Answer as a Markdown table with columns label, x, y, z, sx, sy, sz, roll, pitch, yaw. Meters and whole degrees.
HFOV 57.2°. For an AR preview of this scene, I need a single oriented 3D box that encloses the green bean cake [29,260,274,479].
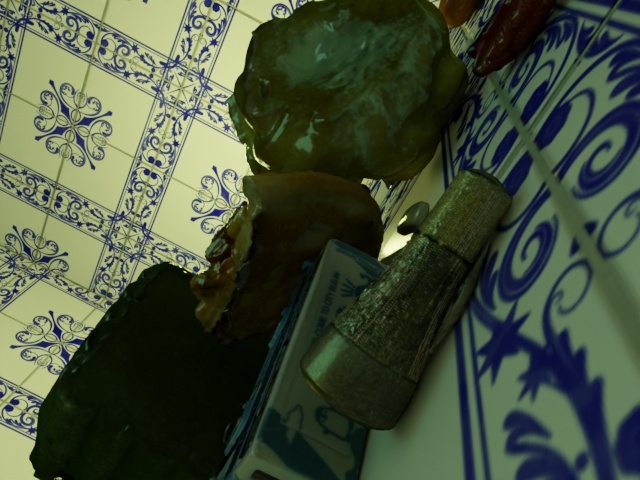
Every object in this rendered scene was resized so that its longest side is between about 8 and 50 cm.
| label | x | y | z | sx | sy | sz | roll | pitch | yaw |
| --- | --- | --- | --- | --- | --- | --- | --- | --- | --- |
| green bean cake | -0.194 | 0.234 | 0.842 | 0.218 | 0.335 | 0.319 | -50 | 7 | 30 |

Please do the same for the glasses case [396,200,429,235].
| label | x | y | z | sx | sy | sz | roll | pitch | yaw |
| --- | --- | --- | --- | --- | --- | --- | --- | --- | --- |
| glasses case | 0.111 | -0.026 | 0.711 | 0.032 | 0.021 | 0.083 | -62 | 3 | -12 |

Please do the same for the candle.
| label | x | y | z | sx | sy | sz | roll | pitch | yaw |
| --- | --- | --- | --- | --- | --- | --- | --- | --- | --- |
| candle | 0.235 | -0.285 | 0.566 | 0.084 | 0.059 | 0.302 | -79 | 15 | -47 |

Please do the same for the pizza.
| label | x | y | z | sx | sy | sz | roll | pitch | yaw |
| --- | --- | --- | --- | --- | --- | --- | --- | --- | --- |
| pizza | -0.038 | 0.027 | 0.778 | 0.277 | 0.114 | 0.409 | -35 | -25 | 8 |

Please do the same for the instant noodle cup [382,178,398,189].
| label | x | y | z | sx | sy | sz | roll | pitch | yaw |
| --- | --- | --- | --- | --- | --- | --- | --- | --- | --- |
| instant noodle cup | 0.106 | -0.182 | 1.101 | 0.127 | 0.135 | 0.127 | -61 | 3 | 6 |

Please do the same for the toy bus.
| label | x | y | z | sx | sy | sz | roll | pitch | yaw |
| --- | --- | --- | --- | --- | --- | --- | --- | --- | --- |
| toy bus | -0.007 | 0.133 | 0.574 | 0.131 | 0.106 | 0.297 | -57 | 7 | 39 |

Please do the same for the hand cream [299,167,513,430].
| label | x | y | z | sx | sy | sz | roll | pitch | yaw |
| --- | --- | --- | --- | --- | --- | --- | --- | --- | --- |
| hand cream | 0.071 | 0.036 | 0.434 | 0.203 | 0.084 | 0.084 | -55 | 3 | -1 |

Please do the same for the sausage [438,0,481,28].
| label | x | y | z | sx | sy | sz | roll | pitch | yaw |
| --- | --- | --- | --- | --- | --- | --- | --- | --- | --- |
| sausage | 0.324 | -0.562 | 1.229 | 0.238 | 0.098 | 0.098 | -62 | 3 | 36 |

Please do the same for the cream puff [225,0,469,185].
| label | x | y | z | sx | sy | sz | roll | pitch | yaw |
| --- | --- | --- | --- | --- | --- | --- | --- | --- | --- |
| cream puff | 0.046 | -0.198 | 0.902 | 0.379 | 0.378 | 0.276 | -64 | -34 | -25 |
